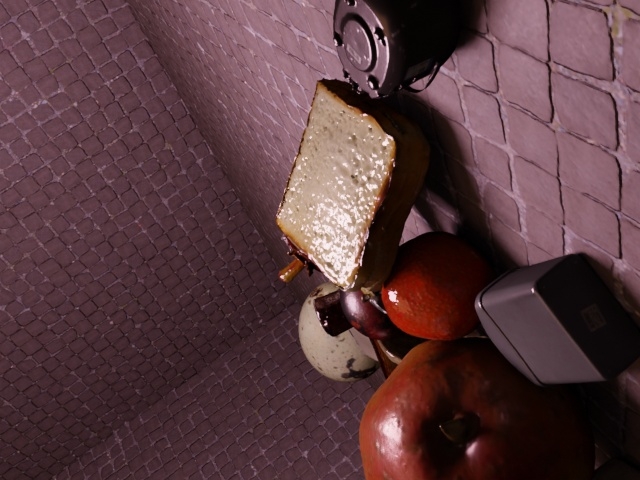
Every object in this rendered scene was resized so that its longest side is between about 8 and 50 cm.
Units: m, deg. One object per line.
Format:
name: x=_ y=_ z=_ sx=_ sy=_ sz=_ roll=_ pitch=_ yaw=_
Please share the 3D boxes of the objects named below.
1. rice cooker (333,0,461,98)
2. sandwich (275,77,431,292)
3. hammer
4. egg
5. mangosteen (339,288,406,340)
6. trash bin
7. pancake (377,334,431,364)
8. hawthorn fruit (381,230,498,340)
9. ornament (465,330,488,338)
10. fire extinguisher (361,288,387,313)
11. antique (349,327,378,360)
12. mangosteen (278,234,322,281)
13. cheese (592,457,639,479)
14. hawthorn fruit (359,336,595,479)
rice cooker: x=0.086 y=-0.251 z=0.783 sx=0.142 sy=0.118 sz=0.203 roll=52 pitch=166 yaw=16
sandwich: x=0.051 y=-0.092 z=1.116 sx=0.271 sy=0.099 sz=0.301 roll=44 pitch=126 yaw=42
hammer: x=0.155 y=0.240 z=1.636 sx=0.095 sy=0.243 sz=0.408 roll=-115 pitch=1 yaw=-52
egg: x=0.074 y=0.275 z=2.070 sx=0.287 sy=0.288 sz=0.379 roll=44 pitch=156 yaw=47
mangosteen: x=0.135 y=0.110 z=1.356 sx=0.200 sy=0.200 sz=0.200 roll=52 pitch=170 yaw=14
trash bin: x=0.325 y=0.118 z=0.952 sx=0.176 sy=0.101 sz=0.236 roll=55 pitch=168 yaw=6
pancake: x=0.227 y=0.218 z=1.436 sx=0.236 sy=0.223 sz=0.042 roll=-90 pitch=10 yaw=-64
hawthorn fruit: x=0.218 y=0.090 z=1.128 sx=0.226 sy=0.196 sz=0.196 roll=24 pitch=155 yaw=30
ornament: x=0.266 y=0.144 z=1.396 sx=0.244 sy=0.061 sz=0.230 roll=61 pitch=167 yaw=-18
fire extinguisher: x=0.086 y=-0.021 z=1.248 sx=0.114 sy=0.095 sz=0.311 roll=-1 pitch=97 yaw=56
antique: x=0.175 y=0.240 z=1.863 sx=0.152 sy=0.147 sz=0.148 roll=59 pitch=161 yaw=-24
mangosteen: x=0.000 y=0.000 z=1.566 sx=0.235 sy=0.261 sz=0.235 roll=42 pitch=173 yaw=6
cheese: x=0.568 y=0.532 z=1.146 sx=0.326 sy=0.115 sz=0.318 roll=56 pitch=170 yaw=-16
hawthorn fruit: x=0.246 y=0.341 z=1.129 sx=0.403 sy=0.403 sz=0.403 roll=52 pitch=170 yaw=14
